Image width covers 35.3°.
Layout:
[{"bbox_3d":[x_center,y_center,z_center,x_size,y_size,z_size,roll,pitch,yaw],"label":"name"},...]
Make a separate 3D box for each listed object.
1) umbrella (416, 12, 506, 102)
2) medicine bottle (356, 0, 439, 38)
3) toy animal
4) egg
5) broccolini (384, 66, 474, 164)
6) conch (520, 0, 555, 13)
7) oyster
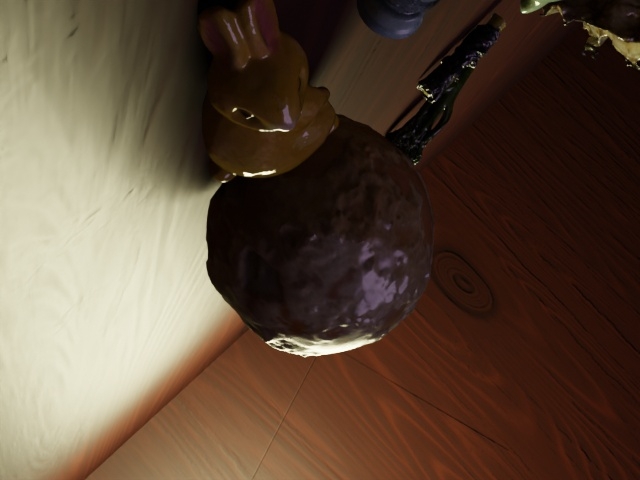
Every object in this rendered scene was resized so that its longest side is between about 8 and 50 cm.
[{"bbox_3d":[0.185,-0.235,1.295,0.144,0.040,0.037,-45,167,-6],"label":"umbrella"},{"bbox_3d":[0.075,-0.190,0.594,0.051,0.051,0.191,-41,176,-30],"label":"medicine bottle"},{"bbox_3d":[-0.036,-0.081,0.538,0.083,0.070,0.159,-42,171,-7],"label":"toy animal"},{"bbox_3d":[0.000,0.000,0.841,0.195,0.195,0.233,-43,164,-16],"label":"egg"},{"bbox_3d":[0.172,-0.186,1.498,0.202,0.068,0.091,-45,157,1],"label":"broccolini"},{"bbox_3d":[0.298,-0.343,1.228,0.065,0.088,0.180,7,158,-24],"label":"conch"},{"bbox_3d":[0.445,-0.357,1.581,0.133,0.197,0.337,-51,-178,16],"label":"oyster"}]
